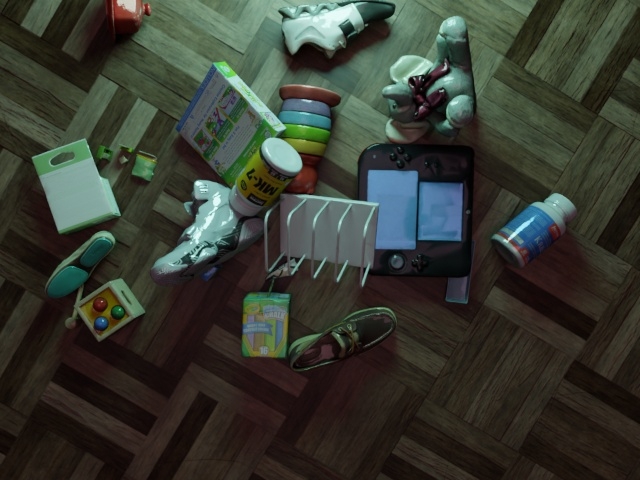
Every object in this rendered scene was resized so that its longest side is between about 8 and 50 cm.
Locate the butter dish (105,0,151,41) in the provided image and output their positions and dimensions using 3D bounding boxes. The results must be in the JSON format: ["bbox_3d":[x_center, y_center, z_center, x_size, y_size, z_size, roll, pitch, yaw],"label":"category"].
[{"bbox_3d":[-0.538,-0.655,1.268,0.118,0.160,0.160,-4,92,-24],"label":"butter dish"}]

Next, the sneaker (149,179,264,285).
[{"bbox_3d":[-0.334,-0.030,1.222,0.366,0.137,0.210,-32,81,-43],"label":"sneaker"}]

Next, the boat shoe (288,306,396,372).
[{"bbox_3d":[0.066,0.296,1.303,0.342,0.123,0.123,-19,92,0],"label":"boat shoe"}]

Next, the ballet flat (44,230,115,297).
[{"bbox_3d":[-0.697,0.063,1.312,0.248,0.086,0.086,-42,92,0],"label":"ballet flat"}]

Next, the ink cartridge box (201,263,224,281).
[{"bbox_3d":[-0.349,0.055,1.307,0.122,0.088,0.052,41,92,-2],"label":"ink cartridge box"}]

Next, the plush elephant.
[{"bbox_3d":[0.285,-0.401,1.233,0.255,0.330,0.271,-5,91,22],"label":"plush elephant"}]

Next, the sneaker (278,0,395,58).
[{"bbox_3d":[0.053,-0.603,1.292,0.331,0.122,0.146,-9,110,-2],"label":"sneaker"}]

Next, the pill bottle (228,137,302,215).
[{"bbox_3d":[-0.153,-0.163,1.208,0.119,0.119,0.208,46,127,-2],"label":"pill bottle"}]

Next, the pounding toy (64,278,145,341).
[{"bbox_3d":[-0.658,0.200,1.305,0.206,0.094,0.181,-34,92,0],"label":"pounding toy"}]

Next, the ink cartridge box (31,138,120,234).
[{"bbox_3d":[-0.710,-0.154,1.313,0.171,0.056,0.235,-20,89,-1],"label":"ink cartridge box"}]

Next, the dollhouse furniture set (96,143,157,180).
[{"bbox_3d":[-0.560,-0.234,1.310,0.152,0.058,0.076,20,92,-1],"label":"dollhouse furniture set"}]

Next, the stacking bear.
[{"bbox_3d":[-0.051,-0.274,1.272,0.175,0.164,0.289,8,98,8],"label":"stacking bear"}]

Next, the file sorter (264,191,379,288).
[{"bbox_3d":[0.000,0.000,1.211,0.278,0.173,0.192,8,115,13],"label":"file sorter"}]

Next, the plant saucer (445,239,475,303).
[{"bbox_3d":[0.419,0.090,1.355,0.067,0.018,0.192,7,93,-1],"label":"plant saucer"}]

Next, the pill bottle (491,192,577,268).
[{"bbox_3d":[0.618,-0.032,1.300,0.221,0.124,0.124,-40,92,1],"label":"pill bottle"}]

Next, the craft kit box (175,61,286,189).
[{"bbox_3d":[-0.254,-0.310,1.248,0.246,0.061,0.250,49,127,1],"label":"craft kit box"}]

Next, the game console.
[{"bbox_3d":[0.274,-0.087,1.318,0.342,0.060,0.386,2,93,3],"label":"game console"}]

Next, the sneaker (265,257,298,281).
[{"bbox_3d":[-0.114,0.096,1.337,0.109,0.040,0.043,-31,101,4],"label":"sneaker"}]

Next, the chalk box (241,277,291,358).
[{"bbox_3d":[-0.153,0.215,1.293,0.132,0.132,0.213,2,92,-2],"label":"chalk box"}]
